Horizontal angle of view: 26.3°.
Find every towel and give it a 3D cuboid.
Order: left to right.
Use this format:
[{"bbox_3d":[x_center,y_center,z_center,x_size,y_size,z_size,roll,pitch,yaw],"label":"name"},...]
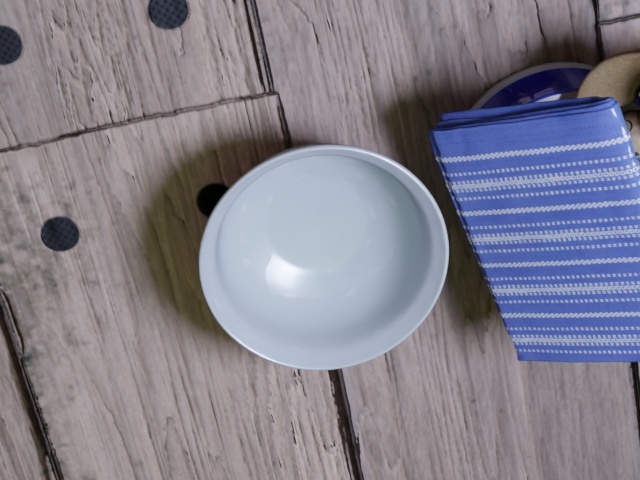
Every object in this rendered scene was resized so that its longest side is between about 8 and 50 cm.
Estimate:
[{"bbox_3d":[0.277,-0.006,1.554,0.243,0.040,0.336,-4,120,40],"label":"towel"}]

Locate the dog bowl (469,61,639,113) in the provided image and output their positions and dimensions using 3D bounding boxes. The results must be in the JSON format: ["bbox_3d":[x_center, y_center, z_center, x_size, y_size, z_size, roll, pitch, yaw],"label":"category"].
[{"bbox_3d":[0.297,-0.078,1.673,0.264,0.104,0.265,-2,115,-4],"label":"dog bowl"}]

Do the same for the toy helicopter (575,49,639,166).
[{"bbox_3d":[0.361,-0.038,1.559,0.235,0.140,0.355,-3,105,21],"label":"toy helicopter"}]

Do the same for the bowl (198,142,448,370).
[{"bbox_3d":[0.000,0.000,1.669,0.297,0.134,0.298,-2,114,-4],"label":"bowl"}]
